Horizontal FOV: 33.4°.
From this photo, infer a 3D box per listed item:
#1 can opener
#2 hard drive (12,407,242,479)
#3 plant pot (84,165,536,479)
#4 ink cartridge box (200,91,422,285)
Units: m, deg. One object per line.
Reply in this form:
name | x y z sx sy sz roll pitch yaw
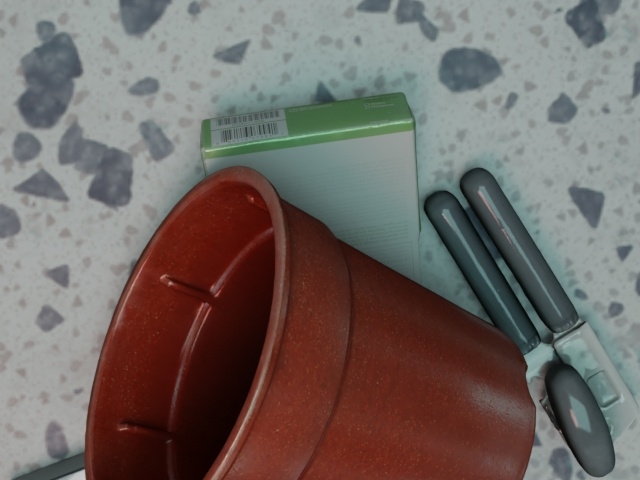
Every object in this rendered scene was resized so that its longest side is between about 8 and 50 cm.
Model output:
can opener | 0.189 0.068 0.919 0.074 0.093 0.280 -32 96 3
hard drive | -0.106 0.338 0.963 0.233 0.047 0.353 -21 101 0
plant pot | 0.002 0.118 0.814 0.265 0.272 0.272 23 98 -30
ink cartridge box | 0.000 0.000 0.908 0.171 0.056 0.235 -9 125 -2
